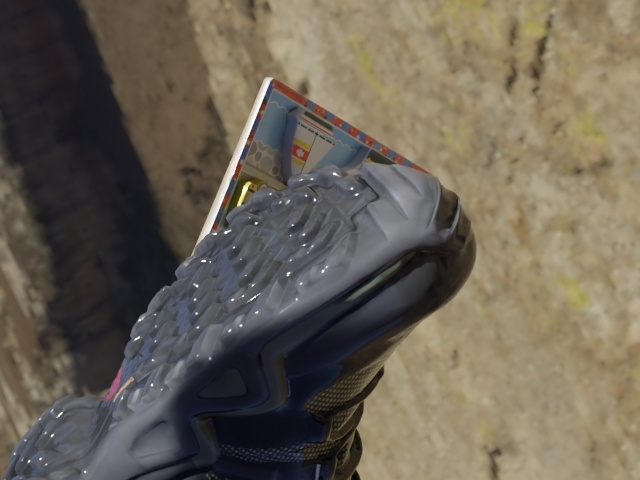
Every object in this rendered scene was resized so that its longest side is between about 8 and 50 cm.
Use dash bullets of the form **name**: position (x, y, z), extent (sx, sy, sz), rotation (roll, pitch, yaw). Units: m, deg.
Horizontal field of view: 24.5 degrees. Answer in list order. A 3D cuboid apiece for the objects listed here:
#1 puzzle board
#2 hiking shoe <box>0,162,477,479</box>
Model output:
- **puzzle board**: position (0.000, 0.000, 0.602), extent (0.011, 0.096, 0.128), rotation (20, 177, 38)
- **hiking shoe**: position (-0.017, 0.068, 0.484), extent (0.114, 0.227, 0.086), rotation (37, -150, -19)
